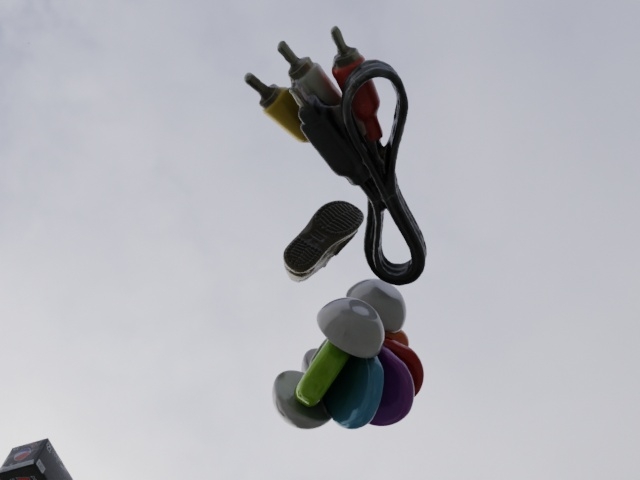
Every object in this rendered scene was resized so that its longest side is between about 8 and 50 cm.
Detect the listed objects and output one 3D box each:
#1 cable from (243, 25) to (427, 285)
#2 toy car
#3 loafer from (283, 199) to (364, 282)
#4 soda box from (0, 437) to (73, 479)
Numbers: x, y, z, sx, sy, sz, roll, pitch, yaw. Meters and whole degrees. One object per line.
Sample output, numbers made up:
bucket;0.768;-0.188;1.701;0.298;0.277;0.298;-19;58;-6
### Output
cable;0.054;-0.078;0.674;0.139;0.072;0.287;-20;-53;25
toy car;0.045;0.142;0.750;0.136;0.182;0.159;37;-67;13
loafer;0.000;0.000;0.858;0.148;0.056;0.050;-39;-17;-38
soda box;-0.367;0.355;0.927;0.060;0.053;0.169;-18;-69;6
